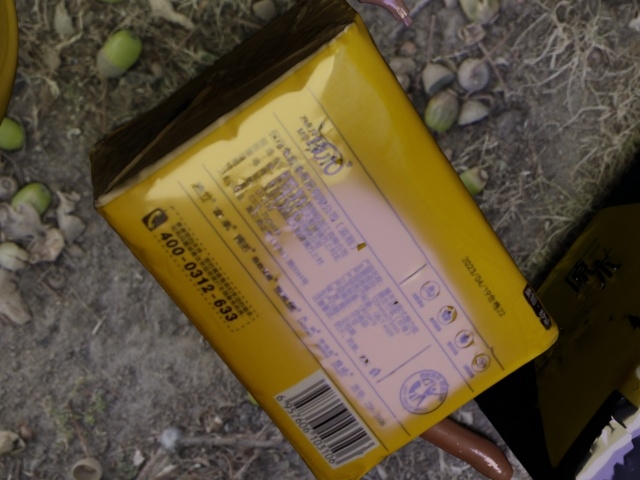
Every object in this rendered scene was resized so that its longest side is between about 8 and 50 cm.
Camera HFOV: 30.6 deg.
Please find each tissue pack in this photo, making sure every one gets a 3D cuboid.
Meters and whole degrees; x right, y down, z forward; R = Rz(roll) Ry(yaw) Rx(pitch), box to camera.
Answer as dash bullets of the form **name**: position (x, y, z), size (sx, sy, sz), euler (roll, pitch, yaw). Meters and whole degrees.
- **tissue pack**: position (0.386, 0.107, 1.229), size (0.253, 0.264, 0.417), euler (29, 104, -25)
- **tissue pack**: position (0.000, 0.000, 1.126), size (0.293, 0.228, 0.382), euler (-35, 115, 4)

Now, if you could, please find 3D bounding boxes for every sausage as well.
- **sausage**: position (0.147, 0.224, 1.342), size (0.186, 0.043, 0.043), euler (32, 101, -20)

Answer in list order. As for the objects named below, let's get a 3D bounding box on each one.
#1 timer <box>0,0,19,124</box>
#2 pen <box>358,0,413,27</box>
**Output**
- **timer**: position (-0.451, -0.162, 0.934), size (0.386, 0.376, 0.376), euler (-5, 113, 15)
- **pen**: position (0.030, -0.282, 1.130), size (0.053, 0.032, 0.197), euler (-40, 112, 5)
